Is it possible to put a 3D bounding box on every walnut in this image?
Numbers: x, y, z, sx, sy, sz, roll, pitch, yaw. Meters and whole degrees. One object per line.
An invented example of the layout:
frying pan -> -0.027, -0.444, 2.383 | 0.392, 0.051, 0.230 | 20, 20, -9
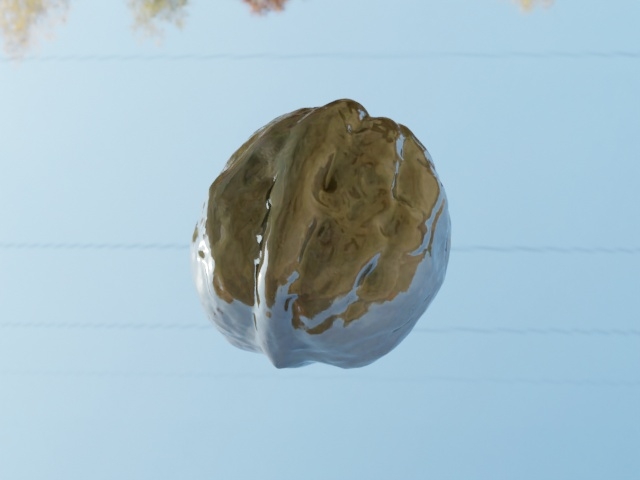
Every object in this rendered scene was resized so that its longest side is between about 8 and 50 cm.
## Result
walnut -> 0.000, 0.000, 0.943 | 0.224, 0.224, 0.224 | -2, -134, 2
